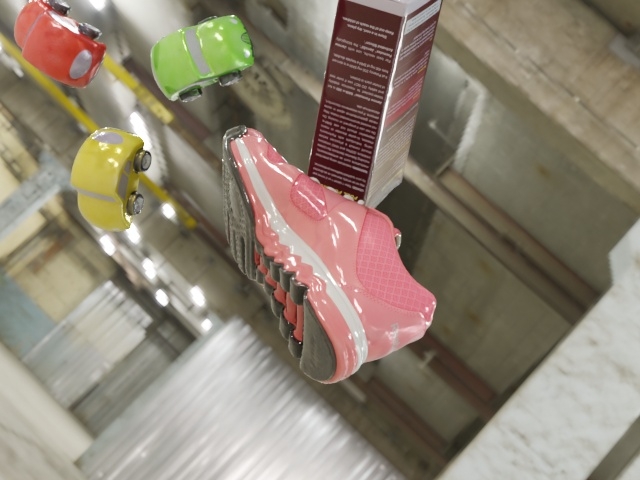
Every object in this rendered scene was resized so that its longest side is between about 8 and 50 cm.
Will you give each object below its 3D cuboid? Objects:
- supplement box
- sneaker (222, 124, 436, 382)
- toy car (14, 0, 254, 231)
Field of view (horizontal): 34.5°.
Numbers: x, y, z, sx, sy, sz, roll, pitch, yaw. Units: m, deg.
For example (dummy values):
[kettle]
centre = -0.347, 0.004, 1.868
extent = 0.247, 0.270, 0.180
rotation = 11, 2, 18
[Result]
[supplement box]
centre = 0.054, -0.150, 1.054
extent = 0.073, 0.130, 0.240
rotation = 20, -60, 16
[sneaker]
centre = 0.000, 0.001, 0.971
extent = 0.116, 0.136, 0.314
rotation = 95, -28, -44
[toy car]
centre = -0.168, -0.144, 0.936
extent = 0.239, 0.224, 0.053
rotation = 70, 22, 0
